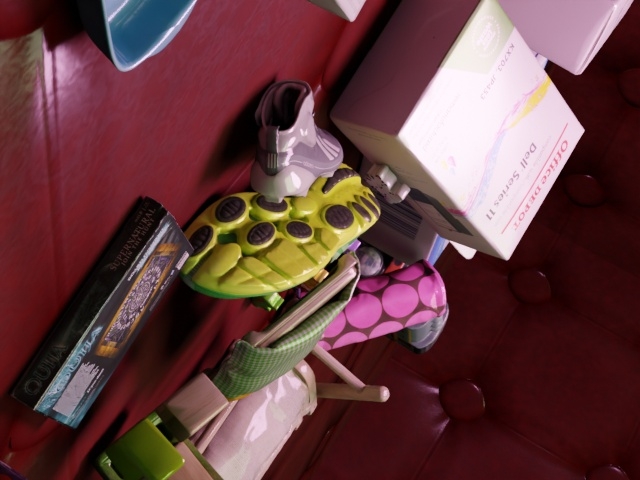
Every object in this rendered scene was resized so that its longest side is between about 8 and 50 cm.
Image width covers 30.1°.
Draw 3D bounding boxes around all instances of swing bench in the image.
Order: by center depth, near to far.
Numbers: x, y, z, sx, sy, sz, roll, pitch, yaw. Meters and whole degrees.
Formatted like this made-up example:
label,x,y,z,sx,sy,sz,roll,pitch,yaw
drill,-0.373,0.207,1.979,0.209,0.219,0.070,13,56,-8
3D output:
label,x,y,z,sx,sy,sz,roll,pitch,yaw
swing bench,-0.095,0.244,1.415,0.253,0.165,0.255,-54,-167,-31

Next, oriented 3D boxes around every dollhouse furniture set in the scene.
label,x,y,z,sx,sy,sz,roll,pitch,yaw
dollhouse furniture set,-0.054,0.175,1.181,0.301,0.151,0.197,-39,178,-26

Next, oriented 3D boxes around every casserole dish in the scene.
label,x,y,z,sx,sy,sz,roll,pitch,yaw
casserole dish,-0.098,-0.174,0.651,0.114,0.037,0.188,-55,169,-25

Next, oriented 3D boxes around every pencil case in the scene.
label,x,y,z,sx,sy,sz,roll,pitch,yaw
pencil case,0.068,0.087,1.682,0.098,0.209,0.095,-117,-163,-62

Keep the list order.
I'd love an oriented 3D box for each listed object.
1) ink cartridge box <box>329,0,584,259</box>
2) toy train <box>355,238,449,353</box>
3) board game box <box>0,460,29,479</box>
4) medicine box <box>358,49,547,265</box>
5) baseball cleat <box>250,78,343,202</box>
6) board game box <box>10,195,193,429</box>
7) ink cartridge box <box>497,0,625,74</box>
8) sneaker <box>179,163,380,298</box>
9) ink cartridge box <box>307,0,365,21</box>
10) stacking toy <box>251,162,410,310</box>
label,x,y,z,sx,sy,sz,roll,pitch,yaw
ink cartridge box,0.189,-0.121,1.430,0.353,0.119,0.207,42,75,-44
toy train,0.118,0.088,1.942,0.142,0.190,0.334,-58,170,-10
board game box,-0.338,0.353,0.940,0.347,0.056,0.208,-55,172,-27
medicine box,0.181,-0.148,1.716,0.289,0.149,0.263,-53,168,-29
baseball cleat,-0.016,-0.104,1.129,0.206,0.072,0.109,-67,163,-71
board game box,-0.172,0.062,0.967,0.186,0.026,0.126,-57,169,-12
ink cartridge box,0.328,-0.370,1.637,0.283,0.207,0.117,-48,166,-50
sneaker,-0.043,0.010,1.180,0.123,0.109,0.295,-47,167,32
ink cartridge box,0.027,-0.277,0.805,0.218,0.092,0.158,-62,170,2
stacking toy,0.000,0.000,1.413,0.167,0.052,0.221,-53,-165,-21
